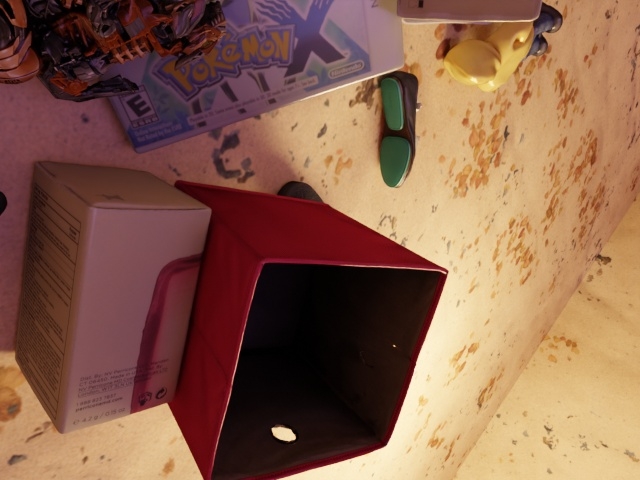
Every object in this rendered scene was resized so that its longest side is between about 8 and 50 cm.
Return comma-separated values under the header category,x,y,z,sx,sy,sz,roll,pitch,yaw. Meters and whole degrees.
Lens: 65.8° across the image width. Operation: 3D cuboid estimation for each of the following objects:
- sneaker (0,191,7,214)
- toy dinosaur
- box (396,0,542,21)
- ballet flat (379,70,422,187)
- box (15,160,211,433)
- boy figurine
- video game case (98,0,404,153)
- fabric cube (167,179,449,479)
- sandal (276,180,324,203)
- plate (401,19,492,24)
category,x,y,z,sx,sy,sz,roll,pitch,yaw
sneaker,-0.371,0.039,0.374,0.315,0.127,0.182,-48,137,-20
toy dinosaur,-0.232,-0.188,0.363,0.321,0.164,0.219,-30,151,-30
box,0.194,-0.341,0.594,0.311,0.147,0.121,-56,150,-56
ballet flat,0.142,-0.190,0.851,0.074,0.074,0.203,-30,129,-33
box,-0.224,0.050,0.524,0.126,0.148,0.233,-2,113,-47
boy figurine,0.346,-0.360,0.954,0.285,0.092,0.177,-34,159,-26
video game case,-0.082,-0.267,0.479,0.328,0.036,0.300,-20,130,-7
fabric cube,-0.050,0.095,0.620,0.254,0.258,0.259,4,108,-37
sandal,0.000,-0.001,0.826,0.097,0.054,0.255,-51,131,-24
plate,0.215,-0.490,0.774,0.277,0.045,0.278,-21,127,-39
